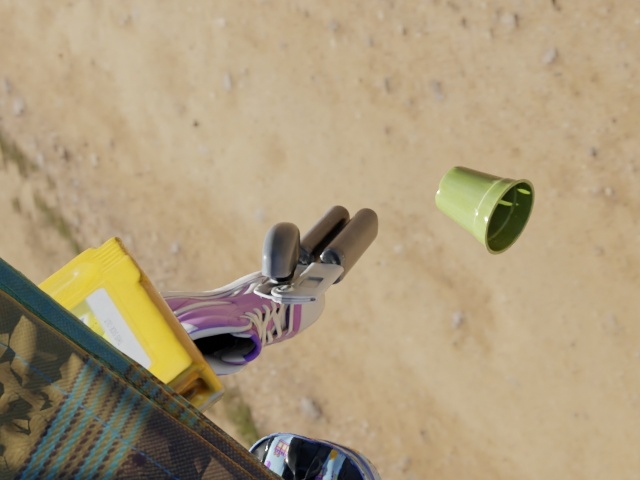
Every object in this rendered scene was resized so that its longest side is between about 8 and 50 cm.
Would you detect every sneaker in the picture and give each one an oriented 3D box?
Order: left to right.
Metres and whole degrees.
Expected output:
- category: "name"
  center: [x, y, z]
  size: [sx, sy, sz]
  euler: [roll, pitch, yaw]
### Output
- category: "sneaker"
  center: [-0.085, 0.115, 1.738]
  size: [0.161, 0.282, 0.102]
  euler: [22, 118, 52]

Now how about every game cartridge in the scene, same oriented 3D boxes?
- category: "game cartridge"
  center: [-0.256, 0.140, 1.257]
  size: [0.053, 0.285, 0.323]
  euler: [56, 173, -31]

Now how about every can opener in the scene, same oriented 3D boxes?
- category: "can opener"
  center: [0.000, 0.000, 1.598]
  size: [0.076, 0.283, 0.095]
  euler: [6, 112, 17]

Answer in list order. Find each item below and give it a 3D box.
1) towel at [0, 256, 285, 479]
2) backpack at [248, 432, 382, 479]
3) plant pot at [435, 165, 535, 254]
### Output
- category: "towel"
  center: [-0.218, 0.105, 0.561]
  size: [0.370, 0.040, 0.271]
  euler: [34, 95, 19]
- category: "backpack"
  center: [-0.005, 0.269, 1.340]
  size: [0.158, 0.117, 0.173]
  euler: [11, 100, 27]
- category: "plant pot"
  center: [0.162, -0.039, 1.405]
  size: [0.079, 0.083, 0.083]
  euler: [28, 127, 32]
